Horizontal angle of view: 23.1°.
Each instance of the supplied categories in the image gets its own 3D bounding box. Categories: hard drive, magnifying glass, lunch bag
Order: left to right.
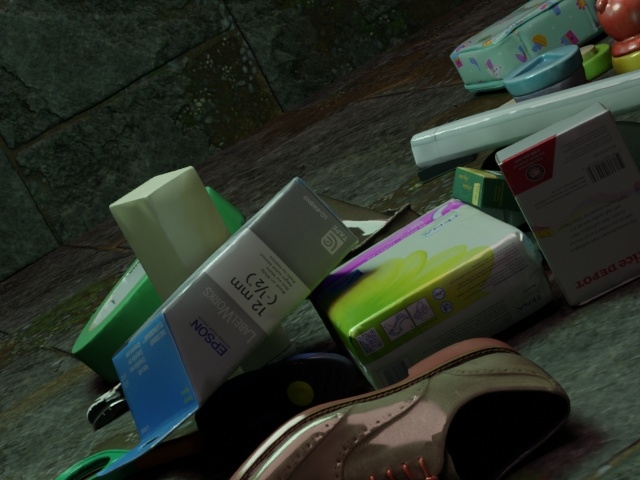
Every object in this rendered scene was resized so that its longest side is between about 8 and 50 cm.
[{"bbox_3d":[-0.234,0.270,1.876,0.231,0.026,0.092,-23,13,31],"label":"magnifying glass"},{"bbox_3d":[0.208,-0.139,2.556,0.094,0.022,0.135,-25,13,16],"label":"hard drive"},{"bbox_3d":[0.393,-0.378,2.923,0.279,0.108,0.224,-32,10,-19],"label":"lunch bag"},{"bbox_3d":[0.315,-0.167,1.962,0.353,0.047,0.233,-13,4,26],"label":"hard drive"}]

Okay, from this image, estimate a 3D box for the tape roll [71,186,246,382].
[{"bbox_3d":[-0.240,0.064,2.328,0.321,0.077,0.321,-49,9,11],"label":"tape roll"}]

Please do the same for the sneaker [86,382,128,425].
[{"bbox_3d":[-0.275,0.213,2.148,0.109,0.040,0.044,-30,10,-12],"label":"sneaker"}]

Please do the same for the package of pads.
[{"bbox_3d":[0.121,0.058,1.775,0.229,0.101,0.296,-30,13,-4],"label":"package of pads"}]

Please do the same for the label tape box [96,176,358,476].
[{"bbox_3d":[-0.139,0.105,1.808,0.348,0.115,0.249,-44,2,-26],"label":"label tape box"}]

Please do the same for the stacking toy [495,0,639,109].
[{"bbox_3d":[0.397,-0.302,2.555,0.309,0.130,0.279,-32,13,-19],"label":"stacking toy"}]

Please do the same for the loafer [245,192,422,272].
[{"bbox_3d":[0.000,0.000,2.196,0.366,0.130,0.134,-15,19,47],"label":"loafer"}]

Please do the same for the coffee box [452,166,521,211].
[{"bbox_3d":[0.259,-0.055,1.849,0.184,0.040,0.113,5,8,-11],"label":"coffee box"}]

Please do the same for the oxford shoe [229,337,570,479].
[{"bbox_3d":[0.055,0.194,1.334,0.348,0.123,0.130,-33,19,-15],"label":"oxford shoe"}]

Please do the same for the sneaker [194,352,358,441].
[{"bbox_3d":[-0.046,0.165,1.782,0.209,0.069,0.082,-22,10,25],"label":"sneaker"}]

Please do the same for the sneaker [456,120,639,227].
[{"bbox_3d":[0.300,-0.099,2.002,0.296,0.104,0.147,-26,17,30],"label":"sneaker"}]

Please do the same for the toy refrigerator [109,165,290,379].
[{"bbox_3d":[-0.153,0.044,2.029,0.094,0.269,0.102,-36,14,-34],"label":"toy refrigerator"}]

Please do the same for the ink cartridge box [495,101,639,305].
[{"bbox_3d":[0.279,-0.038,1.648,0.127,0.175,0.072,-26,10,7],"label":"ink cartridge box"}]
